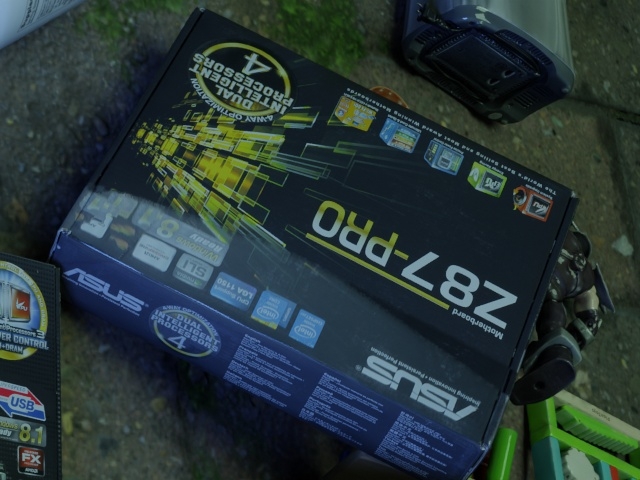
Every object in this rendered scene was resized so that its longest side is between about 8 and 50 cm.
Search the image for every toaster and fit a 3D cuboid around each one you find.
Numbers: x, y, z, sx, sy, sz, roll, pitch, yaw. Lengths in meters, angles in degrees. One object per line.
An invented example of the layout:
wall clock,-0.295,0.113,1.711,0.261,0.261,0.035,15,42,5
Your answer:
toaster,0.175,-0.240,2.062,0.227,0.129,0.146,29,49,-33

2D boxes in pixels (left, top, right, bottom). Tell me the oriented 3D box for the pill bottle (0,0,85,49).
pill bottle,-0.274,-0.238,1.547,0.283,0.160,0.160,-40,102,-48

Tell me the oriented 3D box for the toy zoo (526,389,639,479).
toy zoo,0.299,0.304,1.976,0.192,0.030,0.293,28,43,-36

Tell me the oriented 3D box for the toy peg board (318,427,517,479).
toy peg board,0.091,0.204,1.692,0.161,0.160,0.079,20,63,-10

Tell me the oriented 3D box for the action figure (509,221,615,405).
action figure,0.230,0.057,2.009,0.185,0.099,0.285,50,32,-9

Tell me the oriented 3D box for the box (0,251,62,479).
box,-0.316,0.099,1.423,0.270,0.060,0.216,18,60,-42

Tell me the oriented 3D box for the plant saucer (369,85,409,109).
plant saucer,0.068,-0.118,1.974,0.083,0.013,0.083,22,57,-39

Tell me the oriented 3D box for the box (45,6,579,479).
box,0.000,0.000,1.657,0.395,0.097,0.318,27,50,-1
